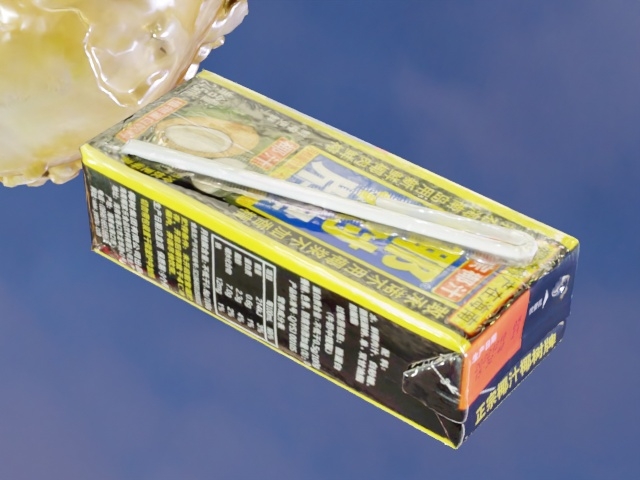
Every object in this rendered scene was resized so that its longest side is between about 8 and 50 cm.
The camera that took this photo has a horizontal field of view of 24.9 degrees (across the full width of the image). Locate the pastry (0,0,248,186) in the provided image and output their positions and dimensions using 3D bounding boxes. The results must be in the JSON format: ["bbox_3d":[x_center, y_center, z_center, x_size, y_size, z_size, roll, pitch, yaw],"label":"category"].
[{"bbox_3d":[-0.180,-0.162,0.839,0.316,0.284,0.184,-5,-20,20],"label":"pastry"}]

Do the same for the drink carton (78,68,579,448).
[{"bbox_3d":[0.000,0.000,0.502,0.166,0.071,0.056,25,-43,29],"label":"drink carton"}]
